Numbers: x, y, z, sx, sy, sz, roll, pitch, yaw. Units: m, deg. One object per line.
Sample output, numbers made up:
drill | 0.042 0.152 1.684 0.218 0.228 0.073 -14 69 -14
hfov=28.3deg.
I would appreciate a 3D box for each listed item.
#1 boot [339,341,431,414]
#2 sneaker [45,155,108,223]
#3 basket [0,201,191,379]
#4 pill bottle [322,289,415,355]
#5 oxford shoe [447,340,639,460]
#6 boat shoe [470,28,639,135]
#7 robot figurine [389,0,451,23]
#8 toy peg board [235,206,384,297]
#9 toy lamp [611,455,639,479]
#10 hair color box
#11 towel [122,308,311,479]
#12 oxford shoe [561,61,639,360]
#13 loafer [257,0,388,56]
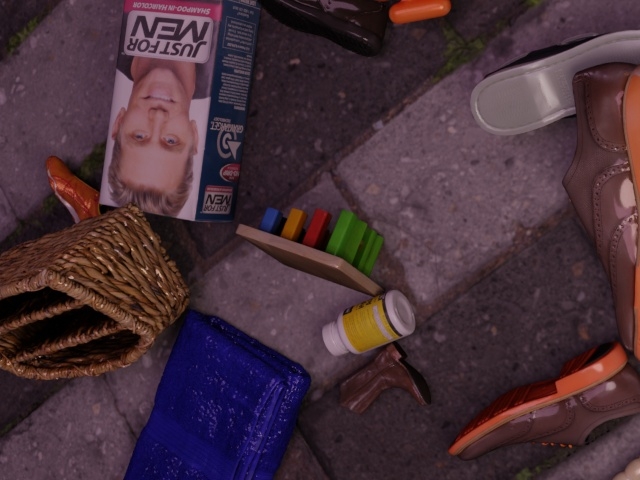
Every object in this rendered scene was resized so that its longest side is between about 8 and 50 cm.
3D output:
boot | 0.083 0.207 1.706 0.114 0.037 0.106 -42 59 18
sneaker | -0.359 -0.063 1.939 0.067 0.064 0.175 -37 78 2
basket | -0.364 0.112 1.805 0.299 0.223 0.213 -17 109 35
pill bottle | 0.063 0.114 1.701 0.116 0.065 0.065 -25 79 25
oxford shoe | 0.277 0.227 1.574 0.271 0.097 0.098 -33 93 32
boat shoe | 0.333 -0.203 1.541 0.302 0.091 0.114 -4 113 25
robot figurine | 0.122 -0.374 1.634 0.219 0.128 0.158 -2 127 28
toy peg board | 0.000 0.000 1.692 0.161 0.161 0.079 19 81 27
toy lamp | 0.387 0.273 1.522 0.274 0.080 0.080 -49 69 21
hair color box | -0.200 -0.208 1.819 0.174 0.105 0.347 10 95 28
towel | -0.159 0.280 1.814 0.228 0.076 0.308 27 102 25
oxford shoe | 0.364 -0.034 1.499 0.133 0.130 0.363 10 111 44
loafer | 0.000 -0.325 1.737 0.220 0.080 0.078 28 80 15
